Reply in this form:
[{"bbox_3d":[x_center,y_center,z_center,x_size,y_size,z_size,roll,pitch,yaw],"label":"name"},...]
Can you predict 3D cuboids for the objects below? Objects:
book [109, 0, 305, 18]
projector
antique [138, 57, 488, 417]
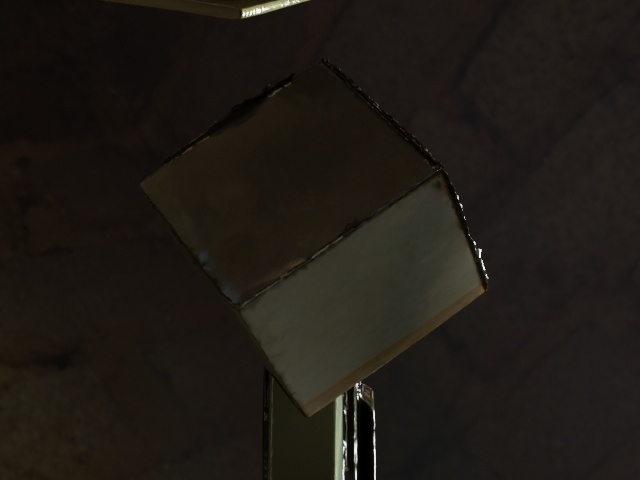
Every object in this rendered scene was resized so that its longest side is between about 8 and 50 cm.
[{"bbox_3d":[-0.095,-0.217,1.122,0.192,0.168,0.013,-32,130,-59],"label":"book"},{"bbox_3d":[0.002,0.168,0.970,0.079,0.259,0.257,-1,150,3],"label":"projector"},{"bbox_3d":[0.000,0.000,0.815,0.152,0.147,0.148,-34,135,-7],"label":"antique"}]
